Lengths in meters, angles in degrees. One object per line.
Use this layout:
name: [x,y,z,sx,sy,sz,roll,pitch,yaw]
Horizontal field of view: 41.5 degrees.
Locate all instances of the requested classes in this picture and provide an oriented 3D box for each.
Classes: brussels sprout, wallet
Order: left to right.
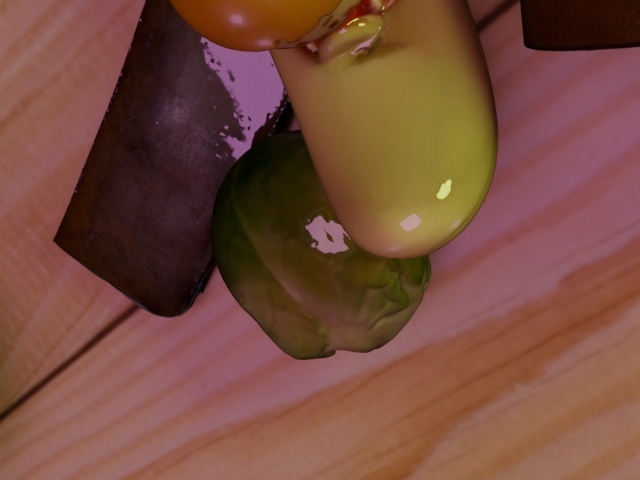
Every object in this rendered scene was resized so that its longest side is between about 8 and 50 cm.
wallet: [-0.104,-0.063,0.619,0.137,0.031,0.255,32,115,6]
brussels sprout: [0.002,-0.003,0.556,0.155,0.118,0.155,12,132,13]

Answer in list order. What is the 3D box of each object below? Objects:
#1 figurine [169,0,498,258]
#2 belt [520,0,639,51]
figurine: [-0.003,-0.146,0.432,0.124,0.222,0.325,-23,76,22]
belt: [0.253,-0.166,0.360,0.338,0.217,0.122,-5,106,18]
